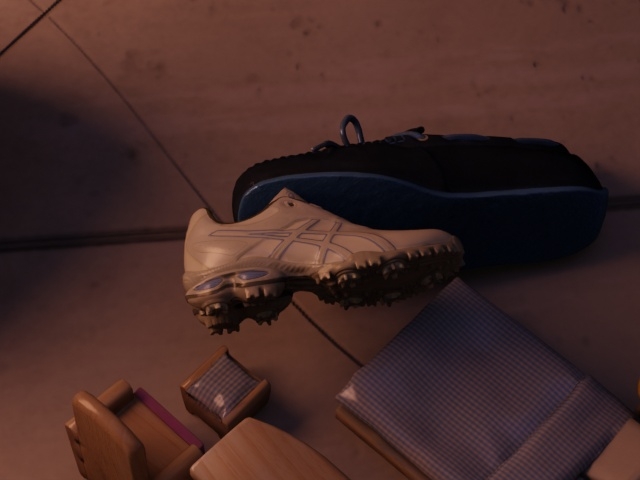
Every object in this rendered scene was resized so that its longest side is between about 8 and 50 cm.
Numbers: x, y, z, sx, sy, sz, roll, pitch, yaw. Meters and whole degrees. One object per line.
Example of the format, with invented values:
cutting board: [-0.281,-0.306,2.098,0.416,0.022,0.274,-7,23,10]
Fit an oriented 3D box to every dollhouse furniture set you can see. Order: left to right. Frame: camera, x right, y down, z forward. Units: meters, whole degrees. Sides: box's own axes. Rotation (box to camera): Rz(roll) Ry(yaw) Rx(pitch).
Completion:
dollhouse furniture set: [0.049,0.092,1.127,0.286,0.198,0.303,40,66,21]

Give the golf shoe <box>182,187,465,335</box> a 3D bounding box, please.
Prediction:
golf shoe: [0.000,0.000,1.163,0.176,0.069,0.086,-7,64,-6]

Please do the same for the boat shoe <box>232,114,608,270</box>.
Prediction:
boat shoe: [0.061,-0.026,1.267,0.258,0.109,0.089,4,37,-20]
